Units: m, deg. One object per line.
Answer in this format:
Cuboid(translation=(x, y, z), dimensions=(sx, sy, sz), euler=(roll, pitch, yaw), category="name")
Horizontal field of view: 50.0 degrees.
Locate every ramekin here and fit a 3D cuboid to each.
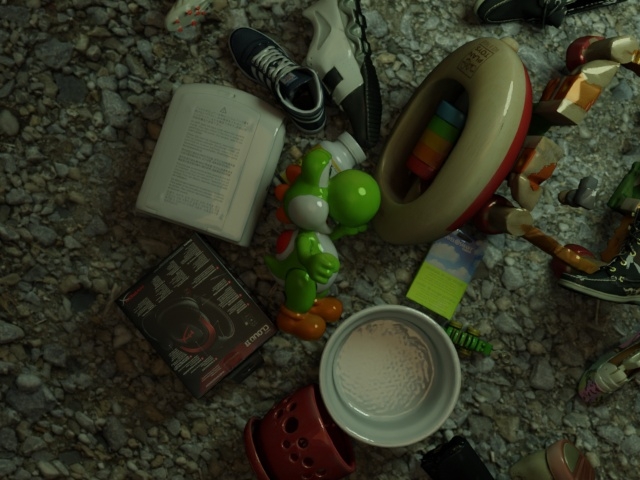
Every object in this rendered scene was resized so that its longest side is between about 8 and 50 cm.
Cuboid(translation=(0.134, 0.265, 1.393), dimensions=(0.277, 0.135, 0.277), euler=(0, 88, 0), category="ramekin")

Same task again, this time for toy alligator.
Cuboid(translation=(0.319, 0.215, 1.433), dimensions=(0.190, 0.051, 0.056), euler=(23, 88, 2), category="toy alligator")

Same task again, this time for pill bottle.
Cuboid(translation=(0.000, -0.142, 1.427), dimensions=(0.184, 0.103, 0.103), euler=(-38, 88, -1), category="pill bottle")

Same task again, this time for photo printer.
Cuboid(translation=(-0.220, -0.167, 1.426), dimensions=(0.256, 0.107, 0.307), euler=(17, 87, 5), category="photo printer")

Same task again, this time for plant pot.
Cuboid(translation=(-0.044, 0.406, 1.365), dimensions=(0.174, 0.191, 0.191), euler=(-30, 88, 6), category="plant pot")

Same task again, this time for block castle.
Cuboid(translation=(0.533, -0.155, 1.374), dimensions=(0.303, 0.213, 0.453), euler=(29, 95, -10), category="block castle")

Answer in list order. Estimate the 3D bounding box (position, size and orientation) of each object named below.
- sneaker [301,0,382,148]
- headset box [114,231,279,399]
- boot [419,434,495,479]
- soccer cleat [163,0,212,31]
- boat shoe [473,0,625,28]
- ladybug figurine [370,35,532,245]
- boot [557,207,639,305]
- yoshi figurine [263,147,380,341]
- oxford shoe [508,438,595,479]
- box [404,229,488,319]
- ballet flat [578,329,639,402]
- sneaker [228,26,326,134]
Cuboid(translation=(0.040, -0.345, 1.442), dimensions=(0.146, 0.122, 0.330), euler=(-12, 88, 18), category="sneaker")
Cuboid(translation=(-0.237, 0.164, 1.413), dimensions=(0.218, 0.110, 0.293), euler=(-41, 87, -1), category="headset box")
Cuboid(translation=(0.328, 0.483, 1.349), dimensions=(0.094, 0.246, 0.207), euler=(-34, 90, -42), category="boot")
Cuboid(translation=(-0.269, -0.525, 1.469), dimensions=(0.076, 0.068, 0.196), euler=(44, 82, 7), category="soccer cleat")
Cuboid(translation=(0.493, -0.499, 1.426), dimensions=(0.340, 0.127, 0.113), euler=(-16, 76, -9), category="boat shoe")
Cuboid(translation=(0.263, -0.179, 1.337), dimensions=(0.162, 0.305, 0.449), euler=(18, 116, -30), category="ladybug figurine")
Cuboid(translation=(0.554, 0.024, 1.255), dimensions=(0.236, 0.085, 0.178), euler=(8, 96, -14), category="boot")
Cuboid(translation=(0.023, 0.007, 1.337), dimensions=(0.203, 0.203, 0.362), euler=(-5, 111, -27), category="yoshi figurine")
Cuboid(translation=(0.535, 0.586, 1.398), dimensions=(0.146, 0.140, 0.397), euler=(-31, 93, 30), category="oxford shoe")
Cuboid(translation=(0.264, 0.064, 1.445), dimensions=(0.109, 0.042, 0.178), euler=(28, 88, 1), category="box")
Cuboid(translation=(0.629, 0.256, 1.414), dimensions=(0.221, 0.079, 0.077), euler=(-37, 88, -1), category="ballet flat")
Cuboid(translation=(-0.088, -0.349, 1.412), dimensions=(0.099, 0.153, 0.282), euler=(-42, 88, -2), category="sneaker")
